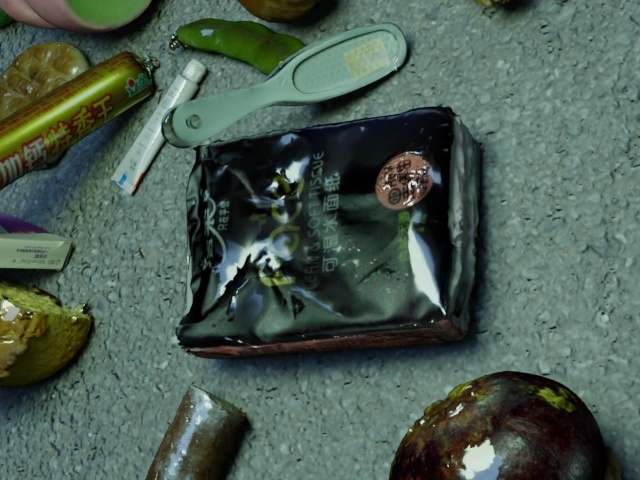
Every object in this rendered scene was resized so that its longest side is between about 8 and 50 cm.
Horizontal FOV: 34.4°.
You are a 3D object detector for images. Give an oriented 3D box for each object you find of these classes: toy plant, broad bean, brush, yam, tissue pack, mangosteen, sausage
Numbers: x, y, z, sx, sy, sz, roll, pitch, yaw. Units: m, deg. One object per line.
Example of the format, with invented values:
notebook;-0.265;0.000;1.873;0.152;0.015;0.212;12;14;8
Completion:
toy plant;-0.383;-0.428;1.424;0.356;0.211;0.317;31;129;46
broad bean;-0.088;-0.241;1.288;0.254;0.046;0.065;21;71;34
brush;-0.045;-0.179;1.172;0.297;0.068;0.060;-22;24;-11
yam;-0.137;0.233;1.106;0.079;0.079;0.141;20;81;35
tissue pack;0.000;0.000;1.091;0.332;0.123;0.245;-7;65;29
mangosteen;0.169;0.222;0.882;0.192;0.192;0.217;-38;87;12
sausage;-0.337;-0.142;1.289;0.082;0.082;0.371;22;47;35

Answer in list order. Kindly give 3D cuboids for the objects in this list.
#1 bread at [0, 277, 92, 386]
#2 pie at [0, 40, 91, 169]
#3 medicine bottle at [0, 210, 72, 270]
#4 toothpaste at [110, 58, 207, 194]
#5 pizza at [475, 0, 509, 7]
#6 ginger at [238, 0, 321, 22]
bread;-0.421;0.111;1.282;0.260;0.160;0.147;16;88;32
pie;-0.399;-0.193;1.455;0.195;0.046;0.195;-11;66;25
medicine bottle;-0.448;-0.003;1.311;0.171;0.201;0.052;19;99;36
toothpaste;-0.206;-0.149;1.333;0.048;0.031;0.190;35;94;33
pizza;0.225;-0.344;1.139;0.199;0.062;0.188;-23;52;13
ginger;-0.042;-0.417;1.259;0.172;0.165;0.321;1;75;49
